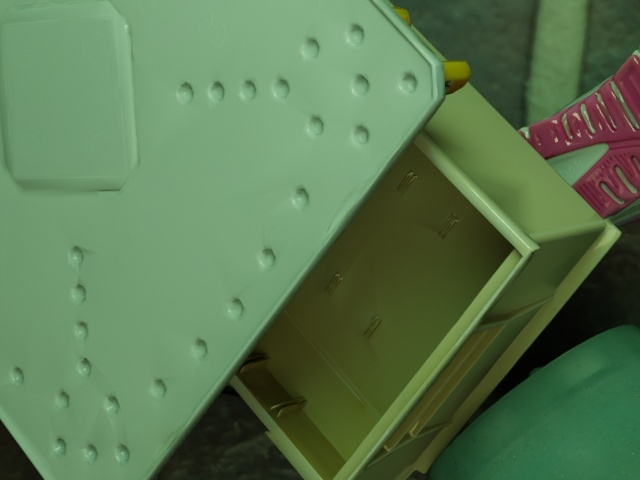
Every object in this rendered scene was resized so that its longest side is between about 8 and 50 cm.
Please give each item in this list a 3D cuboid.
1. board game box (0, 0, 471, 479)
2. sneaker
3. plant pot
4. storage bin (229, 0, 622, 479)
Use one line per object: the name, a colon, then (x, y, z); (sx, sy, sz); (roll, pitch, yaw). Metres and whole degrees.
board game box: (-0.140, -0.087, 1.106); (0.390, 0.050, 0.390); (50, 122, 21)
sneaker: (0.214, -0.075, 1.111); (0.252, 0.111, 0.103); (-26, 88, 31)
plant pot: (0.190, 0.179, 1.153); (0.293, 0.293, 0.196); (-44, 70, 24)
storage bin: (0.000, 0.000, 1.121); (0.262, 0.123, 0.260); (48, 121, 21)
